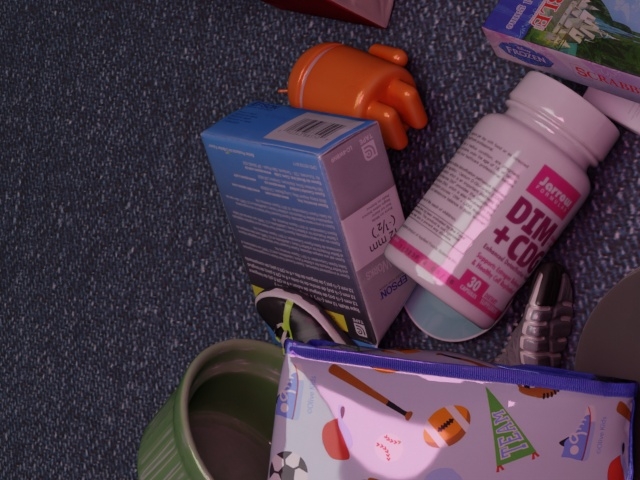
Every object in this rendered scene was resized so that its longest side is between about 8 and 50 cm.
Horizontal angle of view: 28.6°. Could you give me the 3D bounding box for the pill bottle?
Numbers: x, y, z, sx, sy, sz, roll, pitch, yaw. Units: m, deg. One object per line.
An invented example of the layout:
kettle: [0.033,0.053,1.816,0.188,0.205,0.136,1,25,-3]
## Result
pill bottle: [0.218,-0.050,1.498,0.160,0.160,0.283,38,93,38]

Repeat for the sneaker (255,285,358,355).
sneaker: [-0.012,0.155,1.641,0.234,0.097,0.084,40,150,16]

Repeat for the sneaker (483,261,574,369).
sneaker: [0.226,0.134,1.529,0.132,0.086,0.229,6,86,43]

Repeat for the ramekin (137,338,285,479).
ramekin: [-0.088,0.292,1.627,0.148,0.303,0.303,-45,56,34]

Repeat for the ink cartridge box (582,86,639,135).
ink cartridge box: [0.442,-0.207,1.437,0.224,0.045,0.223,38,104,39]

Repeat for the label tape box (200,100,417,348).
label tape box: [0.000,0.000,1.680,0.249,0.115,0.348,15,132,47]

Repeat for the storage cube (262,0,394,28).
storage cube: [-0.007,-0.416,1.751,0.193,0.215,0.184,18,93,34]

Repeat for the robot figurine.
robot figurine: [0.045,-0.198,1.718,0.219,0.128,0.158,28,105,39]

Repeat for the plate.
plate: [0.182,0.038,1.623,0.188,0.024,0.188,-9,76,39]

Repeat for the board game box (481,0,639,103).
board game box: [0.395,-0.304,1.405,0.318,0.066,0.319,26,77,37]

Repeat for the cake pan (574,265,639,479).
cake pan: [0.406,0.151,1.394,0.293,0.054,0.293,-8,77,39]

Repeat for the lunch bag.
lunch bag: [0.142,0.286,1.378,0.385,0.239,0.328,5,88,9]
